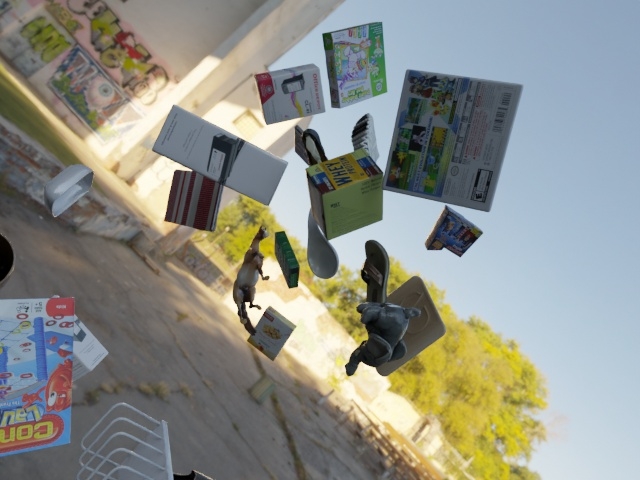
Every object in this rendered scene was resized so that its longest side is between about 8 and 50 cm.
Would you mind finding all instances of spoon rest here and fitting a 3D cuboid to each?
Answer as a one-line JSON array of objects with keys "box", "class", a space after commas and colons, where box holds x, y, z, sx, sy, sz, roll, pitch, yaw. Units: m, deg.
[{"box": [0.000, 0.000, 1.601, 0.137, 0.084, 0.277, -4, -87, 39], "class": "spoon rest"}]

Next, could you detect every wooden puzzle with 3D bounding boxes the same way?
[{"box": [0.336, 0.345, 1.840, 0.080, 0.322, 0.348, 40, 18, -25], "class": "wooden puzzle"}]

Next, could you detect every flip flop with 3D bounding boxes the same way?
[{"box": [0.190, 0.134, 1.688, 0.080, 0.277, 0.112, 3, -1, -37], "class": "flip flop"}]

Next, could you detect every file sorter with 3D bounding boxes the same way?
[{"box": [-0.540, 0.615, 1.240, 0.173, 0.193, 0.277, 45, -4, -28], "class": "file sorter"}]

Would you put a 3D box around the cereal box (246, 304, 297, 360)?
[{"box": [-0.240, 0.456, 2.235, 0.173, 0.240, 0.047, 35, 28, 8], "class": "cereal box"}]

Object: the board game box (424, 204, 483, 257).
[{"box": [0.541, -0.020, 1.918, 0.194, 0.194, 0.060, 30, 26, -18], "class": "board game box"}]

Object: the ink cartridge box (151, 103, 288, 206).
[{"box": [-0.322, -0.279, 1.540, 0.394, 0.166, 0.285, 26, 5, -12], "class": "ink cartridge box"}]

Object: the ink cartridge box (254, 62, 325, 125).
[{"box": [-0.146, -0.707, 2.206, 0.131, 0.306, 0.226, -115, -168, -57], "class": "ink cartridge box"}]

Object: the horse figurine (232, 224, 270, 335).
[{"box": [-0.177, 0.105, 1.168, 0.066, 0.264, 0.174, 9, 13, -23], "class": "horse figurine"}]

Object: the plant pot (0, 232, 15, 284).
[{"box": [-1.067, 0.101, 1.415, 0.215, 0.215, 0.230, 48, -39, -1], "class": "plant pot"}]

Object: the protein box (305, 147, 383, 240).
[{"box": [0.077, -0.141, 1.410, 0.201, 0.199, 0.136, 82, -17, -49], "class": "protein box"}]

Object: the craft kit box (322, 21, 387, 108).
[{"box": [0.127, -0.618, 1.608, 0.061, 0.249, 0.247, 26, -45, 43], "class": "craft kit box"}]

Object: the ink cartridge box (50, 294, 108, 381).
[{"box": [-0.909, 0.355, 1.569, 0.273, 0.198, 0.115, 55, 18, -13], "class": "ink cartridge box"}]

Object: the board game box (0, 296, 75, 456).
[{"box": [-0.663, 0.267, 0.899, 0.308, 0.302, 0.086, 3, -8, -37], "class": "board game box"}]

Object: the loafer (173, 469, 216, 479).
[{"box": [-0.391, 0.813, 1.446, 0.134, 0.365, 0.130, -91, -170, -64], "class": "loafer"}]

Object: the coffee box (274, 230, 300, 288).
[{"box": [-0.119, 0.066, 1.597, 0.113, 0.040, 0.184, 97, -25, -44], "class": "coffee box"}]

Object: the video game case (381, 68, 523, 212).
[{"box": [0.341, -0.267, 1.219, 0.299, 0.329, 0.036, 14, 14, 17], "class": "video game case"}]

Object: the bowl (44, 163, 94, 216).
[{"box": [-0.673, -0.138, 1.207, 0.053, 0.142, 0.142, 41, -32, -11], "class": "bowl"}]

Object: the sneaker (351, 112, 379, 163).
[{"box": [0.205, -0.420, 2.019, 0.118, 0.292, 0.110, 17, -19, -35], "class": "sneaker"}]

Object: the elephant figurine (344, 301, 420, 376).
[{"box": [0.184, 0.316, 1.401, 0.169, 0.240, 0.186, 4, -1, -18], "class": "elephant figurine"}]

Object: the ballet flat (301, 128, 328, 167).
[{"box": [-0.015, -0.331, 1.903, 0.281, 0.095, 0.096, 66, 15, -2], "class": "ballet flat"}]

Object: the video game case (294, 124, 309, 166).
[{"box": [-0.059, -0.444, 2.291, 0.196, 0.026, 0.274, 47, -11, 8], "class": "video game case"}]

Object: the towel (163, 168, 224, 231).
[{"box": [-0.525, -0.171, 1.901, 0.328, 0.237, 0.037, 12, 0, 37], "class": "towel"}]
